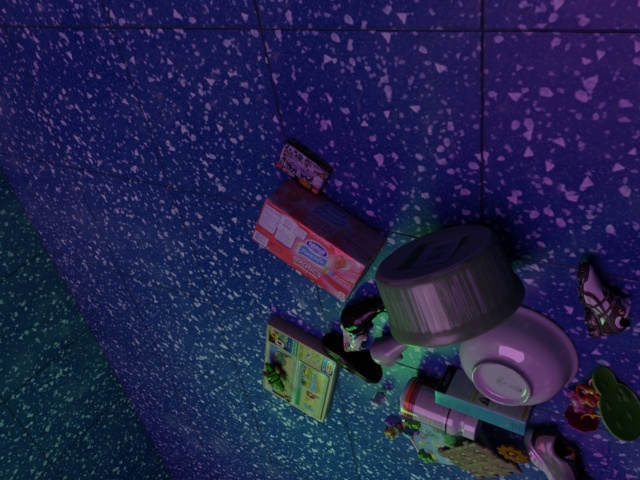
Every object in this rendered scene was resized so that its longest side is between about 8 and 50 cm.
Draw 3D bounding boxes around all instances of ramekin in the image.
[{"bbox_3d":[0.267,0.086,1.243,0.304,0.303,0.148,-10,110,43],"label":"ramekin"}]

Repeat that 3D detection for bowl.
[{"bbox_3d":[0.459,0.306,1.404,0.298,0.134,0.297,22,136,23],"label":"bowl"}]

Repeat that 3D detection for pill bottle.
[{"bbox_3d":[0.350,0.483,1.653,0.221,0.121,0.121,15,133,27],"label":"pill bottle"}]

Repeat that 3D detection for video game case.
[{"bbox_3d":[0.408,0.640,1.820,0.285,0.025,0.204,-11,117,44],"label":"video game case"}]

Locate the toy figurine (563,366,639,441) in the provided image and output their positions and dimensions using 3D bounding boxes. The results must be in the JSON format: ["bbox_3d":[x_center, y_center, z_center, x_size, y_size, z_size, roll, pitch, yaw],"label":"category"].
[{"bbox_3d":[0.644,0.395,1.370,0.173,0.130,0.159,63,150,9],"label":"toy figurine"}]

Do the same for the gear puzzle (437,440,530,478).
[{"bbox_3d":[0.478,0.615,1.656,0.176,0.044,0.339,32,149,0],"label":"gear puzzle"}]

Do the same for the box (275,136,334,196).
[{"bbox_3d":[-0.041,-0.184,1.444,0.137,0.027,0.094,36,140,6],"label":"box"}]

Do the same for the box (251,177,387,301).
[{"bbox_3d":[-0.005,-0.007,1.475,0.300,0.142,0.154,34,134,9],"label":"box"}]

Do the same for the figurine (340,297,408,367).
[{"bbox_3d":[0.195,0.241,1.595,0.215,0.092,0.209,48,135,-9],"label":"figurine"}]

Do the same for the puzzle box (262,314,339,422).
[{"bbox_3d":[-0.072,0.460,2.017,0.272,0.052,0.408,25,137,17],"label":"puzzle box"}]

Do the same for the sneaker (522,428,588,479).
[{"bbox_3d":[0.662,0.614,1.544,0.271,0.100,0.108,48,134,-7],"label":"sneaker"}]

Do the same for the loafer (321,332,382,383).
[{"bbox_3d":[0.098,0.371,1.797,0.220,0.080,0.078,36,149,14],"label":"loafer"}]

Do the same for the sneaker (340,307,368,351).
[{"bbox_3d":[0.103,0.267,1.719,0.076,0.057,0.161,-2,121,10],"label":"sneaker"}]

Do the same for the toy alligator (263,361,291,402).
[{"bbox_3d":[-0.154,0.493,2.036,0.189,0.056,0.051,63,177,-25],"label":"toy alligator"}]

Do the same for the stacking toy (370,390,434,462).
[{"bbox_3d":[0.259,0.582,1.803,0.221,0.052,0.166,17,137,54],"label":"stacking toy"}]

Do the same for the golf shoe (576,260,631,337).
[{"bbox_3d":[0.588,0.117,1.192,0.094,0.077,0.198,-10,126,30],"label":"golf shoe"}]

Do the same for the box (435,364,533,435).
[{"bbox_3d":[0.441,0.427,1.548,0.244,0.100,0.060,15,133,29],"label":"box"}]
